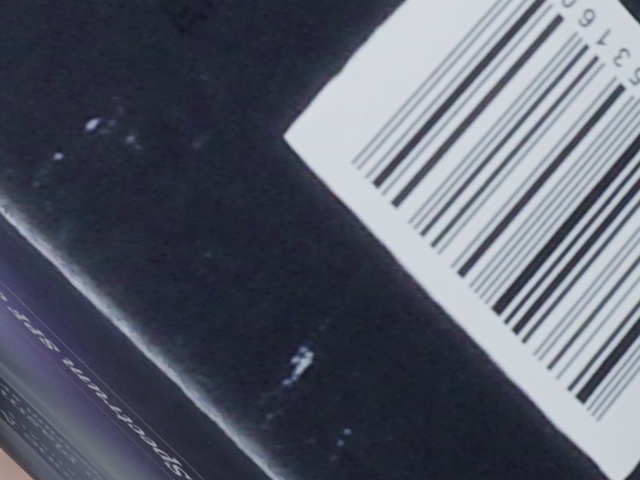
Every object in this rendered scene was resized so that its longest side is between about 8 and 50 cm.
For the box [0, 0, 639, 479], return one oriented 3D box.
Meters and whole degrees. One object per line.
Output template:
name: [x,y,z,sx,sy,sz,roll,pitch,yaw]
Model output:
box: [0.000,0.000,0.532,0.296,0.294,0.183,46,74,-14]
